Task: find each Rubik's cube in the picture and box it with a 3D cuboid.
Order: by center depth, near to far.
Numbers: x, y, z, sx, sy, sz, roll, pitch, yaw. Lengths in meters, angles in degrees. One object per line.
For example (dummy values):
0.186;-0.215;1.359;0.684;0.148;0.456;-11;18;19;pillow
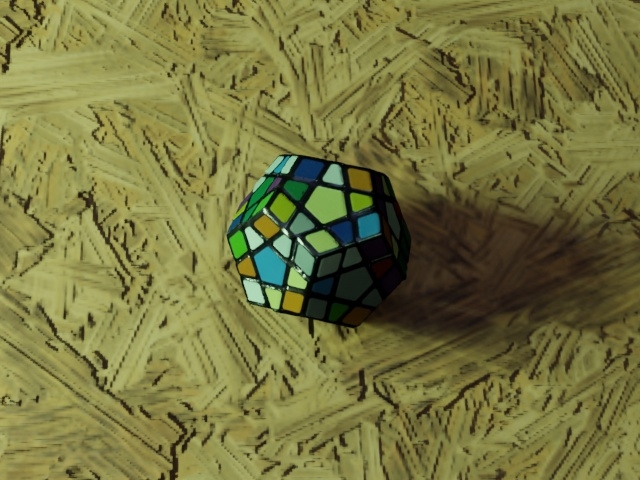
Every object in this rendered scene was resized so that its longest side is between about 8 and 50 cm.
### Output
0.000;0.000;1.031;0.133;0.133;0.112;44;40;17;Rubik's cube
